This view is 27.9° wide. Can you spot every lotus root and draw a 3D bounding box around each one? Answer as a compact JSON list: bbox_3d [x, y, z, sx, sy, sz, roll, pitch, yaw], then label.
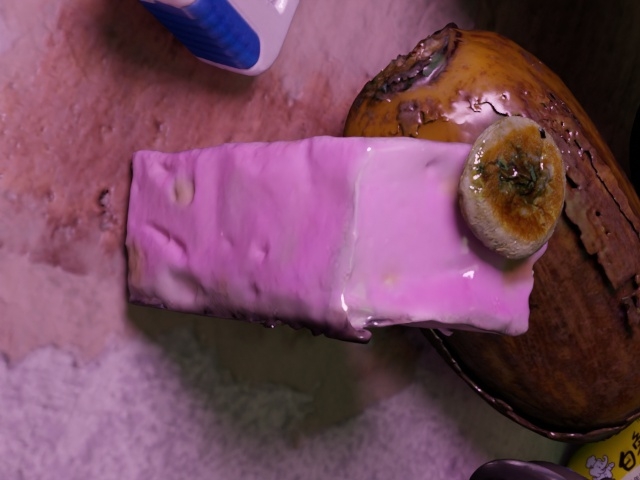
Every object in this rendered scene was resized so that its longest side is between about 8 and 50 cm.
[{"bbox_3d":[0.159,0.012,0.988,0.397,0.196,0.179,53,28,-25],"label":"lotus root"}]

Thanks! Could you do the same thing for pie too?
[{"bbox_3d":[0.109,-0.031,0.719,0.084,0.021,0.084,-5,97,-40],"label":"pie"}]

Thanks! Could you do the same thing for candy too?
[{"bbox_3d":[0.000,0.000,0.816,0.155,0.265,0.116,2,90,-38],"label":"candy"}]

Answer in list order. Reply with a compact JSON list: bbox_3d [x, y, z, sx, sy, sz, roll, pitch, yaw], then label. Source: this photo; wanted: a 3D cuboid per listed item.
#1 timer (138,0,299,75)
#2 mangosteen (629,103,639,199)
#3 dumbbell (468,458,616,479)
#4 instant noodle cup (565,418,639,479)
[{"bbox_3d":[-0.046,-0.249,0.836,0.253,0.078,0.178,-69,161,-7],"label":"timer"},{"bbox_3d":[0.352,-0.069,0.971,0.216,0.216,0.216,-5,98,-37],"label":"mangosteen"},{"bbox_3d":[0.152,0.293,1.011,0.290,0.192,0.192,-43,119,-26],"label":"dumbbell"},{"bbox_3d":[0.380,0.302,1.138,0.221,0.311,0.311,24,80,-46],"label":"instant noodle cup"}]
